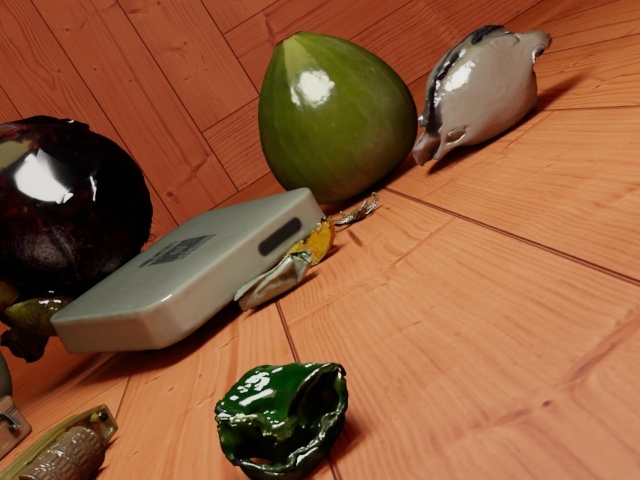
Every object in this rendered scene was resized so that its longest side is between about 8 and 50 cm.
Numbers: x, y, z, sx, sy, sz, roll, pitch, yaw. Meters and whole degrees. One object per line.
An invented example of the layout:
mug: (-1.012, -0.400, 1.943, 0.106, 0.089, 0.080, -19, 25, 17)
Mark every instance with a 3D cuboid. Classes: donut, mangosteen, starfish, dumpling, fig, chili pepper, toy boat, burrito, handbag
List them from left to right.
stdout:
handbag: (-0.533, 0.317, 1.404, 0.151, 0.072, 0.193, -25, 10, 34)
mangosteen: (-0.479, -0.018, 1.689, 0.381, 0.421, 0.381, -19, -12, -4)
toy boat: (-0.280, 0.242, 1.001, 0.088, 0.068, 0.226, -22, 10, 24)
burrito: (-0.061, 0.054, 1.307, 0.118, 0.044, 0.074, -31, 1, 20)
chili pepper: (-0.030, 0.133, 0.767, 0.108, 0.062, 0.216, -26, 9, -4)
donut: (-0.011, 0.000, 1.378, 0.067, 0.083, 0.038, 21, 13, 24)
fig: (0.019, -0.231, 1.699, 0.316, 0.316, 0.316, -31, 9, 6)
starfish: (0.053, -0.046, 1.508, 0.078, 0.028, 0.091, -30, 5, -26)
dumpling: (0.244, -0.240, 1.509, 0.293, 0.163, 0.204, -44, 13, 2)

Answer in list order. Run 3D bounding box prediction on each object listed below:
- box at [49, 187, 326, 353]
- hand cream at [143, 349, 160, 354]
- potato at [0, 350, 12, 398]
box: (-0.213, 0.053, 1.503, 0.367, 0.090, 0.373, -38, 17, -36)
hand cream: (-0.268, 0.144, 1.550, 0.083, 0.048, 0.224, -31, 14, -13)
potato: (-0.651, 0.247, 1.615, 0.221, 0.243, 0.326, -37, -5, -31)
